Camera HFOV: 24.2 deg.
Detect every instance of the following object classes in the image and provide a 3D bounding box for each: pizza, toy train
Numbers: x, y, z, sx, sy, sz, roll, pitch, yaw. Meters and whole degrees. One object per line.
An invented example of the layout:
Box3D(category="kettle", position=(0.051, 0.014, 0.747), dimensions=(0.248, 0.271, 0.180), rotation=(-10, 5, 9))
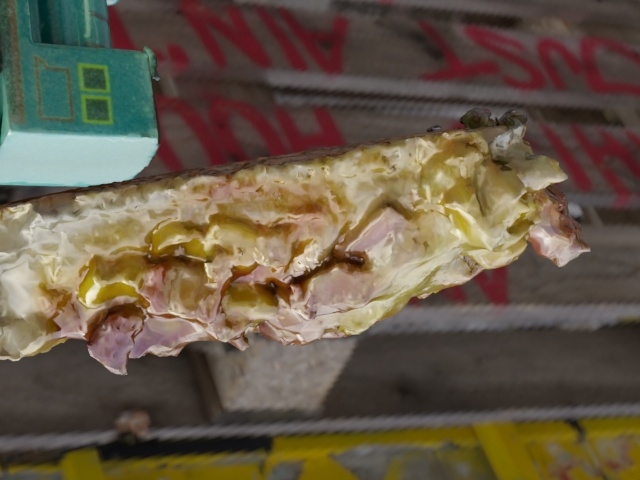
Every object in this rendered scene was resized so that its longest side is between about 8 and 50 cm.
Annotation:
Box3D(category="pizza", position=(0.000, 0.000, 0.602), dimensions=(0.229, 0.081, 0.289), rotation=(-11, -179, 39))
Box3D(category="toy train", position=(-0.224, -0.178, 1.059), dimensions=(0.194, 0.298, 0.120), rotation=(1, 158, -26))
